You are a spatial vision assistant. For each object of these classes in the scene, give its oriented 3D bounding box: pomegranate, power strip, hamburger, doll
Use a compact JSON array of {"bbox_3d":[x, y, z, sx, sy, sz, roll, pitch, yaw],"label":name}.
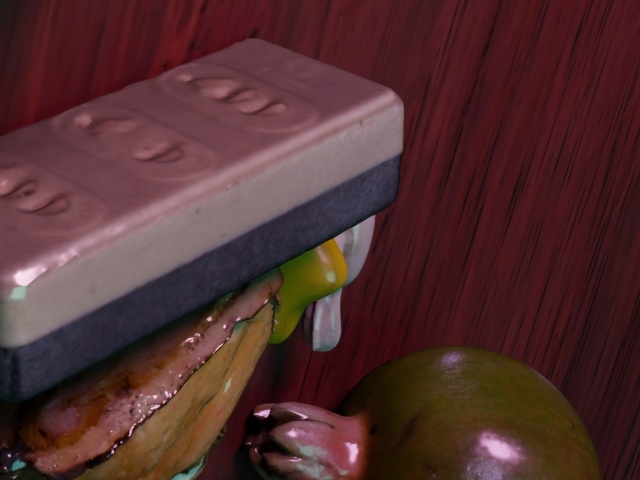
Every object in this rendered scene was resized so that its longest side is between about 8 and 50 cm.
[{"bbox_3d":[0.055,0.137,1.008,0.209,0.180,0.180,23,94,-22],"label":"pomegranate"},{"bbox_3d":[-0.073,-0.021,0.774,0.256,0.105,0.070,-27,132,-42],"label":"power strip"},{"bbox_3d":[-0.089,0.073,0.844,0.176,0.087,0.102,-49,154,-31],"label":"hamburger"},{"bbox_3d":[0.001,-0.007,0.920,0.113,0.071,0.135,21,90,-63],"label":"doll"}]
